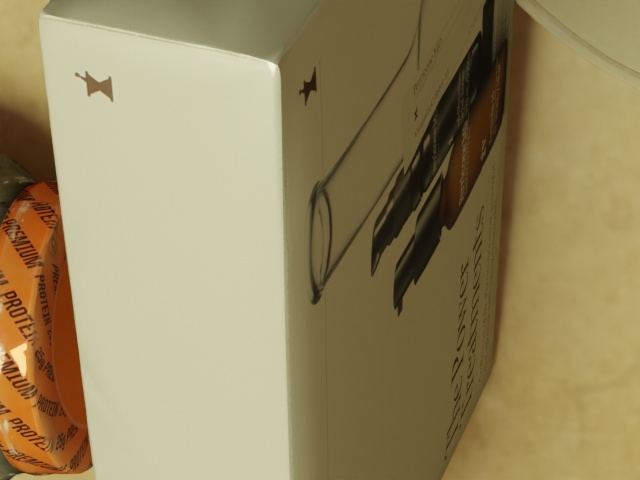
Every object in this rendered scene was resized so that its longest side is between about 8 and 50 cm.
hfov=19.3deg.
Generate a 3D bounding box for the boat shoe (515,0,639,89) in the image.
[{"bbox_3d":[0.081,-0.210,0.878,0.335,0.095,0.112,44,112,-10],"label":"boat shoe"}]

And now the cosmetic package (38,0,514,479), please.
[{"bbox_3d":[0.000,0.000,0.810,0.097,0.284,0.377,14,132,18],"label":"cosmetic package"}]

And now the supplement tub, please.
[{"bbox_3d":[-0.270,0.039,1.008,0.316,0.193,0.193,2,111,16],"label":"supplement tub"}]
